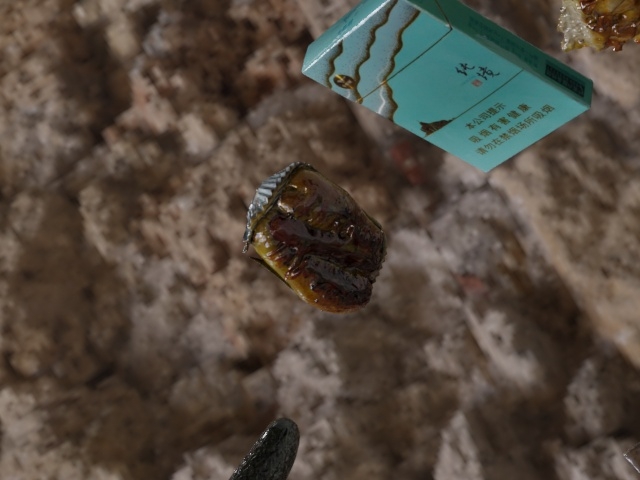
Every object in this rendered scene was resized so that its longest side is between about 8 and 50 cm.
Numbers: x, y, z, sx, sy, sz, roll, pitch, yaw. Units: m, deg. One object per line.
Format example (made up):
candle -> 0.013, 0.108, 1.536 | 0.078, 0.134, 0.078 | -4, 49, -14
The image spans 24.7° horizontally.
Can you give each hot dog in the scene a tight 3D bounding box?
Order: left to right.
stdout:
hot dog -> 0.000, 0.000, 2.055 | 0.082, 0.163, 0.270 | 26, 169, 49

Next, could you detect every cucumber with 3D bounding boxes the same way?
cucumber -> -0.091, 0.342, 2.057 | 0.074, 0.074, 0.241 | 56, -136, -20

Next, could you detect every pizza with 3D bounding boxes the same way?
pizza -> 0.380, -0.304, 1.820 | 0.365, 0.182, 0.074 | 55, -167, -65

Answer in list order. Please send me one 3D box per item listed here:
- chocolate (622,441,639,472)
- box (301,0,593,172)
chocolate -> 0.548, 0.368, 2.040 | 0.254, 0.080, 0.157 | 49, -173, 36
box -> 0.119, -0.155, 1.391 | 0.229, 0.162, 0.041 | 27, -124, -23
